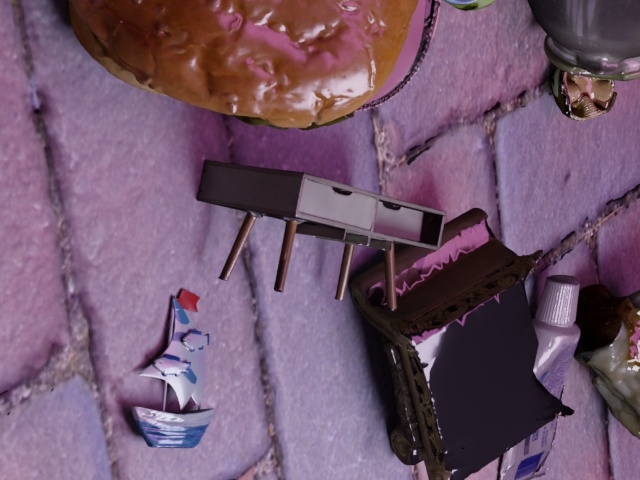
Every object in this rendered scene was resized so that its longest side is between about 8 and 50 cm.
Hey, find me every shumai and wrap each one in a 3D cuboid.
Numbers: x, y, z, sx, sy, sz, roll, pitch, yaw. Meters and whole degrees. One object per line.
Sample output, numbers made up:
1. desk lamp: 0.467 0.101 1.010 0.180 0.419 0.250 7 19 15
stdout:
1. shumai: 0.413 0.181 2.047 0.204 0.222 0.271 -13 109 -20

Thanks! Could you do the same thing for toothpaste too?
1. toothpaste: 0.281 0.179 1.958 0.099 0.068 0.282 4 107 -22

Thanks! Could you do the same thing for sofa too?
1. sofa: 0.139 0.118 1.708 0.200 0.182 0.258 -30 123 -23

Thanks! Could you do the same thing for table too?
1. table: 0.000 0.000 1.499 0.240 0.122 0.111 12 88 -52

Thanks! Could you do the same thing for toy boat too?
1. toy boat: -0.130 0.130 1.451 0.105 0.034 0.149 42 53 -45

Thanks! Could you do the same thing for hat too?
1. hat: 0.320 -0.190 1.912 0.076 0.059 0.077 -17 104 -13

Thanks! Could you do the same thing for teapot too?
1. teapot: 0.329 -0.331 1.814 0.240 0.321 0.239 -5 126 -11

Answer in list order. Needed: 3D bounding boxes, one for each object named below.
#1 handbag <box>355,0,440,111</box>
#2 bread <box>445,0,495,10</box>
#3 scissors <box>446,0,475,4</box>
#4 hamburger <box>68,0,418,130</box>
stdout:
1. handbag: 0.026 -0.228 1.426 0.179 0.116 0.205 5 108 -8
2. bread: 0.166 -0.317 1.671 0.130 0.071 0.139 18 91 -49
3. scissors: 0.134 -0.367 1.567 0.125 0.030 0.256 5 113 -9
4. hamburger: -0.033 -0.184 1.279 0.330 0.162 0.209 -20 114 -14
